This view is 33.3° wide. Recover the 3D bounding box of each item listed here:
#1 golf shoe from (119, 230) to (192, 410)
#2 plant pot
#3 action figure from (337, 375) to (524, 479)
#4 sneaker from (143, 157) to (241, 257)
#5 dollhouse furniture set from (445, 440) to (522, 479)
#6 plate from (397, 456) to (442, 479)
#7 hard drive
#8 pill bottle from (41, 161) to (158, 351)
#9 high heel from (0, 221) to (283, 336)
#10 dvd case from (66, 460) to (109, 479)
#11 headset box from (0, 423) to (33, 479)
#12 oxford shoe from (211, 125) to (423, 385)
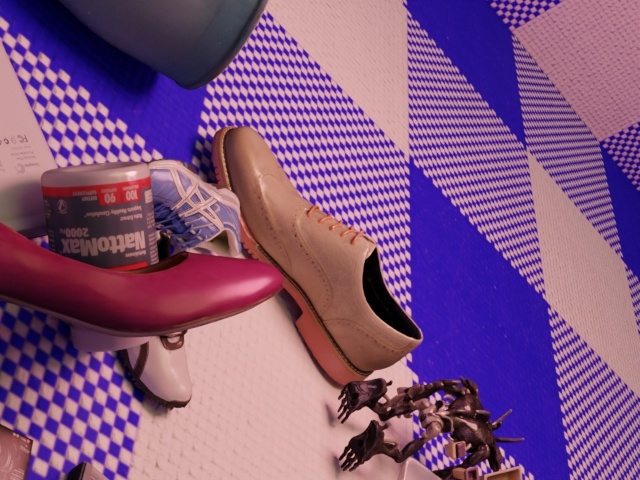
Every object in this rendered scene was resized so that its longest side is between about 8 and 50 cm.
[{"bbox_3d":[-0.172,0.083,1.154,0.077,0.094,0.198,-10,75,-62],"label":"golf shoe"},{"bbox_3d":[-0.220,-0.360,1.310,0.255,0.271,0.271,22,45,-30],"label":"plant pot"},{"bbox_3d":[0.143,0.262,1.469,0.276,0.141,0.164,14,50,-35],"label":"action figure"},{"bbox_3d":[-0.163,-0.036,1.285,0.211,0.080,0.081,19,46,-50],"label":"sneaker"},{"bbox_3d":[0.231,0.301,1.385,0.114,0.081,0.091,-5,91,-32],"label":"dollhouse furniture set"},{"bbox_3d":[0.158,0.460,1.371,0.278,0.045,0.277,40,46,-34],"label":"plate"},{"bbox_3d":[-0.380,-0.144,1.065,0.210,0.040,0.318,-17,80,-61],"label":"hard drive"},{"bbox_3d":[-0.217,0.015,1.077,0.108,0.108,0.180,-23,110,-62],"label":"pill bottle"},{"bbox_3d":[-0.212,0.001,0.957,0.377,0.127,0.181,-7,90,-29],"label":"high heel"},{"bbox_3d":[-0.158,0.337,0.984,0.238,0.029,0.179,48,20,-23],"label":"dvd case"},{"bbox_3d":[-0.287,0.201,0.923,0.062,0.032,0.083,39,34,-36],"label":"headset box"},{"bbox_3d":[0.000,0.000,1.447,0.397,0.146,0.140,57,29,-9],"label":"oxford shoe"}]
